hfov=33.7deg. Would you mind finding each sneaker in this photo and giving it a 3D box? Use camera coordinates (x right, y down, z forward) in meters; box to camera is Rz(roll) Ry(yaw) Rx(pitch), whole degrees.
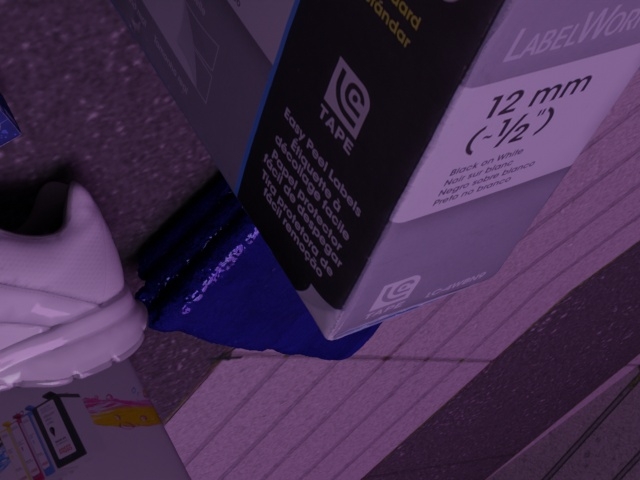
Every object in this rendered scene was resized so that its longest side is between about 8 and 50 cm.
[{"bbox_3d":[-0.246,0.052,0.634,0.111,0.129,0.297,5,-157,44],"label":"sneaker"}]

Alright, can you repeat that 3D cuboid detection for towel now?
[{"bbox_3d":[0.000,0.000,0.899,0.227,0.076,0.308,-47,152,14],"label":"towel"}]

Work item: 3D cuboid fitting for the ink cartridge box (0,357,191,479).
[{"bbox_3d":[-0.210,0.175,0.766,0.168,0.232,0.171,-17,151,-30],"label":"ink cartridge box"}]

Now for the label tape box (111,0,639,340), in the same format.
[{"bbox_3d":[0.028,-0.161,0.414,0.115,0.249,0.347,-19,152,-28],"label":"label tape box"}]

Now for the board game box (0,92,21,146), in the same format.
[{"bbox_3d":[-0.270,-0.047,0.528,0.201,0.035,0.136,-31,155,-3],"label":"board game box"}]
